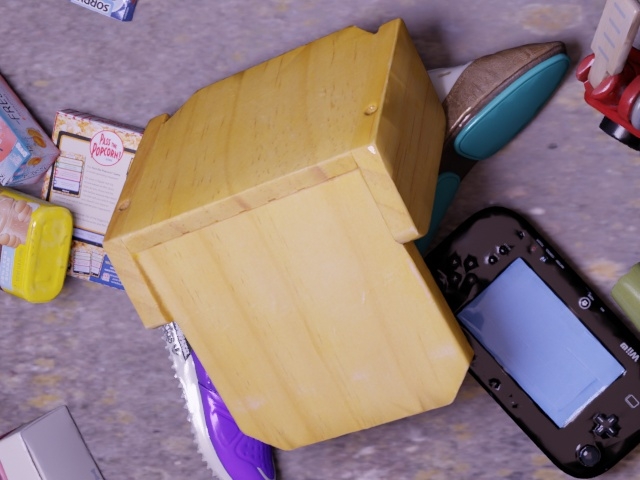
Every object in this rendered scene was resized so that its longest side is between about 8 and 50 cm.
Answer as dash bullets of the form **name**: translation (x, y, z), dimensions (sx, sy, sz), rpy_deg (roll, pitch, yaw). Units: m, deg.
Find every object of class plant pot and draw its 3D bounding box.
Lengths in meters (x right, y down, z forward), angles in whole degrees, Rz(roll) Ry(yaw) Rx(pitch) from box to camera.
- **plant pot**: translation (0.368, 0.068, 1.849), dimensions (0.079, 0.083, 0.083), rpy_deg (44, 106, 16)

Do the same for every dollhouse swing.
- **dollhouse swing**: translation (0.000, 0.000, 1.832), dimensions (0.347, 0.315, 0.305), rpy_deg (-20, 125, 28)

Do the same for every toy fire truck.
- **toy fire truck**: translation (0.357, -0.149, 1.702), dimensions (0.217, 0.246, 0.158), rpy_deg (41, 108, 33)

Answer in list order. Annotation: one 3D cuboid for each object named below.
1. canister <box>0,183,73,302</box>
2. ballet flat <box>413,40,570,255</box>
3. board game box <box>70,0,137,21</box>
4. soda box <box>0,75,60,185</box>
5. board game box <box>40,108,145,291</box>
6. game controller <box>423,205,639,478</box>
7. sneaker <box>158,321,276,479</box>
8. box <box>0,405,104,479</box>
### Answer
- **canister**: translation (-0.378, -0.004, 1.982), dimensions (0.170, 0.073, 0.126), rpy_deg (18, 103, 38)
- **ballet flat**: translation (0.133, -0.112, 1.866), dimensions (0.124, 0.116, 0.342), rpy_deg (44, 106, 28)
- **board game box**: translation (-0.298, -0.357, 1.962), dimensions (0.201, 0.035, 0.136), rpy_deg (22, 103, 10)
- **soda box**: translation (-0.394, -0.149, 1.981), dimensions (0.058, 0.063, 0.183), rpy_deg (-48, 71, 24)
- **board game box**: translation (-0.262, -0.047, 1.997), dimensions (0.147, 0.045, 0.193), rpy_deg (16, 102, 11)
- **game controller**: translation (0.250, 0.115, 1.886), dimensions (0.166, 0.067, 0.319), rpy_deg (-44, 88, 16)
- **sneaker**: translation (-0.086, 0.161, 1.958), dimensions (0.146, 0.102, 0.293), rpy_deg (-19, 94, 15)
- **box**: translation (-0.406, 0.317, 2.036), dimensions (0.232, 0.148, 0.126), rpy_deg (-27, 91, 15)
